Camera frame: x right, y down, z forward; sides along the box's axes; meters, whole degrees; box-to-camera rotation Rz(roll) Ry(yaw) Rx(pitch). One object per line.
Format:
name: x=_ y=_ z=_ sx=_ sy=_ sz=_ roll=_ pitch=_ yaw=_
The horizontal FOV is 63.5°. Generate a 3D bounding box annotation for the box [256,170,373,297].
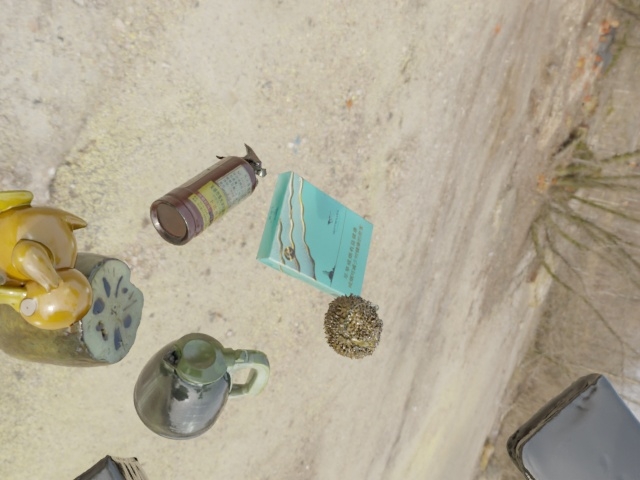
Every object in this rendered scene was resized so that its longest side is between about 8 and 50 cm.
box: x=-0.001 y=0.000 z=0.916 sx=0.229 sy=0.041 sz=0.162 roll=29 pitch=64 yaw=-39

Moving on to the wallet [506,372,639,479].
wallet: x=0.445 y=0.395 z=0.732 sx=0.197 sy=0.378 sz=0.051 roll=-36 pitch=171 yaw=-9

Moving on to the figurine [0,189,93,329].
figurine: x=-0.503 y=0.040 z=0.914 sx=0.215 sy=0.215 sz=0.228 roll=41 pitch=43 yaw=-60

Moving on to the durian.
durian: x=0.038 y=0.106 z=0.644 sx=0.080 sy=0.091 sz=0.080 roll=-4 pitch=98 yaw=-26

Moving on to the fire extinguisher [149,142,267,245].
fire extinguisher: x=-0.162 y=-0.095 z=0.805 sx=0.252 sy=0.106 sz=0.075 roll=-47 pitch=172 yaw=-45

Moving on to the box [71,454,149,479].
box: x=-0.380 y=0.512 z=0.838 sx=0.251 sy=0.204 sz=0.345 roll=-32 pitch=167 yaw=-23

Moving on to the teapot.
teapot: x=-0.298 y=0.370 z=1.328 sx=0.239 sy=0.321 sz=0.239 roll=-56 pitch=-169 yaw=38

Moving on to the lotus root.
lotus root: x=-0.589 y=0.149 z=1.149 sx=0.250 sy=0.346 sz=0.251 roll=-1 pitch=90 yaw=-67
